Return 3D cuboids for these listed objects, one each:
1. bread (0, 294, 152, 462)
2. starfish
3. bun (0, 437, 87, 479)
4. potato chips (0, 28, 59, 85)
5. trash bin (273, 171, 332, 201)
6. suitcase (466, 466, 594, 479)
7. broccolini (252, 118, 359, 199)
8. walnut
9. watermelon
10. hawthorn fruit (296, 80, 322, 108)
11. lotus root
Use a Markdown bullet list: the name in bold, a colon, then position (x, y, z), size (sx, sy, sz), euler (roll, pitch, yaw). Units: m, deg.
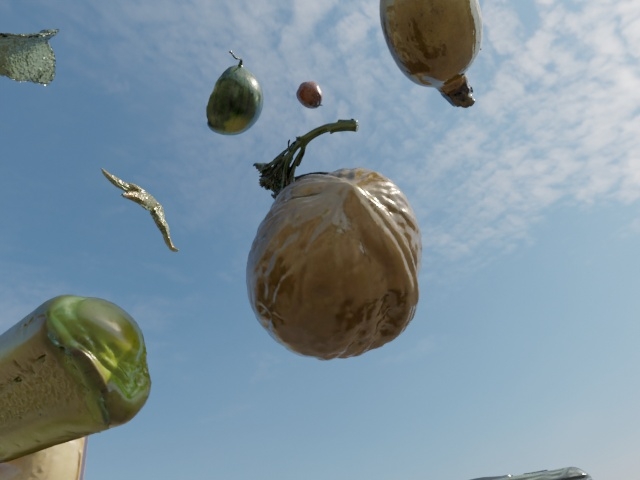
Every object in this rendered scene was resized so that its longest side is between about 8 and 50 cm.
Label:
- **bread**: position (-0.363, 0.186, 0.554), size (0.384, 0.112, 0.166), euler (-27, -84, 28)
- **starfish**: position (-0.599, -0.124, 1.425), size (0.078, 0.358, 0.347), euler (-43, -47, -9)
- **bun**: position (-0.519, 0.418, 0.758), size (0.165, 0.298, 0.299), euler (7, -44, -26)
- **potato chips**: position (-0.621, -0.395, 0.885), size (0.059, 0.167, 0.228), euler (53, -28, -13)
- **trash bin**: position (0.000, 0.000, 1.086), size (0.252, 0.301, 0.203), euler (-22, -19, 37)
- **suitcase**: position (0.229, 0.420, 0.534), size (0.312, 0.202, 0.128), euler (-12, -45, 3)
- **broccolini**: position (-0.027, -0.169, 0.906), size (0.272, 0.123, 0.062), euler (-25, 1, 29)
- **walnut**: position (0.026, 0.036, 0.689), size (0.333, 0.332, 0.332), euler (-7, -40, -6)
- **watermelon**: position (-0.244, -0.419, 1.276), size (0.127, 0.204, 0.232), euler (30, -78, 10)
- **hawthorn fruit**: position (-0.030, -0.462, 1.346), size (0.081, 0.093, 0.081), euler (-21, -30, -13)
- **lotus root**: position (0.233, -0.401, 0.841), size (0.183, 0.182, 0.310), euler (-24, -57, 14)
